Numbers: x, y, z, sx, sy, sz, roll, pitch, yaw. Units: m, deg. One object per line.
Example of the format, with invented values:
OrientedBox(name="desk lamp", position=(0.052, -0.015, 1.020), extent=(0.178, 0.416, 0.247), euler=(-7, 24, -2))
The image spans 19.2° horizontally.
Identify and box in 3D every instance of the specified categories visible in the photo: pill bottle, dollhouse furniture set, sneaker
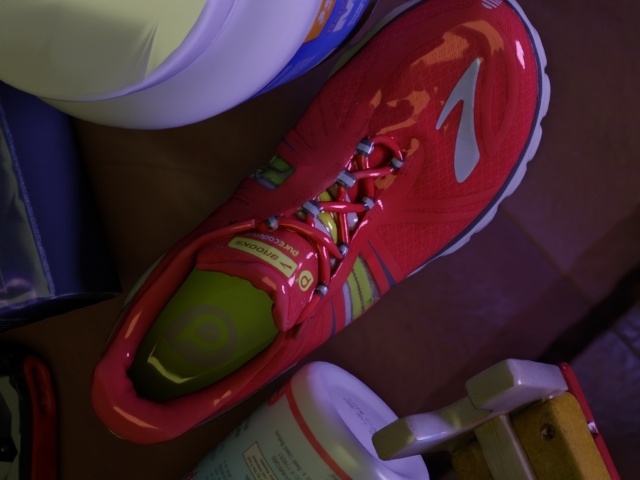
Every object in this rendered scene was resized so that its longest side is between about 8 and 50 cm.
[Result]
OrientedBox(name="pill bottle", position=(-0.031, 0.140, 0.923), extent=(0.160, 0.087, 0.087), euler=(-43, 90, 15))
OrientedBox(name="dollhouse furniture set", position=(0.106, 0.260, 0.813), extent=(0.201, 0.152, 0.374), euler=(-32, 68, 28))
OrientedBox(name="sneaker", position=(0.000, 0.000, 0.875), extent=(0.107, 0.118, 0.279), euler=(43, 105, 0))
OrientedBox(name="pill bottle", position=(-0.060, -0.127, 0.783), extent=(0.152, 0.272, 0.152), euler=(2, 101, 10))

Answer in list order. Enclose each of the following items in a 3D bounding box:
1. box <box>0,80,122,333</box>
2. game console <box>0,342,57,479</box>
OrientedBox(name="box", position=(-0.220, -0.016, 0.902), extent=(0.207, 0.108, 0.153), euler=(-18, 86, 10))
OrientedBox(name="game console", position=(-0.329, 0.213, 1.015), extent=(0.387, 0.060, 0.342), euler=(2, 95, 9))
